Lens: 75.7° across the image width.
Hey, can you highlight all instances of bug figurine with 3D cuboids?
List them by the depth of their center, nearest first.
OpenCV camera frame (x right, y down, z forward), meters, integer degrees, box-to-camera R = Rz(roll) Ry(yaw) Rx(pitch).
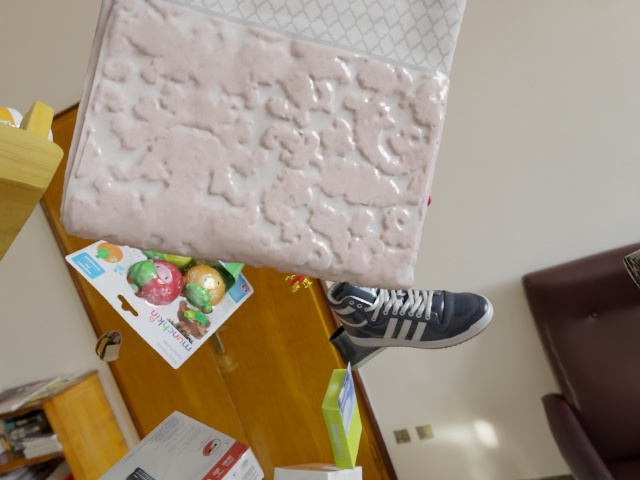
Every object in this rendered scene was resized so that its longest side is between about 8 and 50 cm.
[{"bbox_3d":[0.001,0.121,1.662,0.278,0.072,0.216,-12,-21,-45],"label":"bug figurine"}]

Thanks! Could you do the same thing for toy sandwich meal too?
[{"bbox_3d":[-0.565,0.284,1.108,0.029,0.086,0.085,19,25,27],"label":"toy sandwich meal"}]

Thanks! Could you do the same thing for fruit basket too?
[{"bbox_3d":[-0.342,0.078,0.986,0.165,0.327,0.353,-42,2,25],"label":"fruit basket"}]

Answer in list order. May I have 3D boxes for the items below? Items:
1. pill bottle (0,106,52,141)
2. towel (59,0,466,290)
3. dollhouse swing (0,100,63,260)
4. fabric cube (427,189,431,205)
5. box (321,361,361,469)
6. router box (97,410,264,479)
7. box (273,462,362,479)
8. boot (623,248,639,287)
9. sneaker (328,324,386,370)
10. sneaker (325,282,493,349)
[{"bbox_3d":[-0.793,-0.251,0.980,0.136,0.137,0.245,-16,-1,36],"label":"pill bottle"},{"bbox_3d":[-0.039,-0.128,0.385,0.331,0.317,0.053,11,4,-10],"label":"towel"},{"bbox_3d":[-0.550,-0.062,0.532,0.347,0.305,0.315,-45,-31,18],"label":"dollhouse swing"},{"bbox_3d":[0.136,-0.205,1.179,0.258,0.259,0.254,7,-15,-21],"label":"fabric cube"},{"bbox_3d":[0.044,0.345,0.817,0.042,0.178,0.109,-5,23,17],"label":"box"},{"bbox_3d":[-0.329,0.519,0.805,0.301,0.082,0.335,-4,25,42],"label":"router box"},{"bbox_3d":[-0.002,0.524,0.863,0.130,0.091,0.170,-11,-27,25],"label":"box"},{"bbox_3d":[0.476,0.010,0.419,0.207,0.094,0.246,-33,2,15],"label":"boot"},{"bbox_3d":[0.138,0.263,1.191,0.222,0.118,0.083,-39,10,-9],"label":"sneaker"},{"bbox_3d":[0.140,0.109,0.722,0.282,0.153,0.099,-15,34,33],"label":"sneaker"}]
